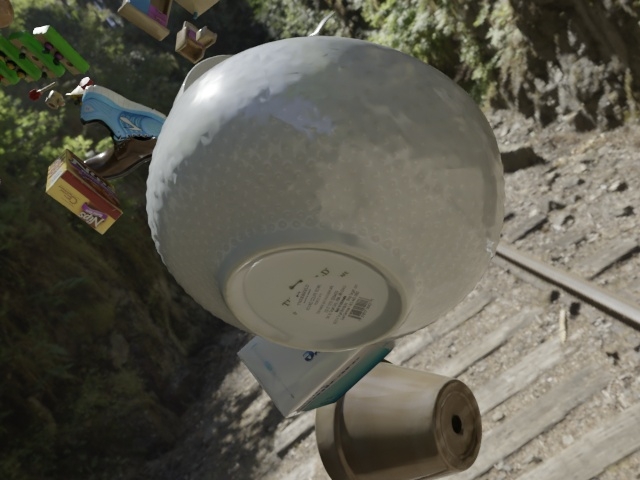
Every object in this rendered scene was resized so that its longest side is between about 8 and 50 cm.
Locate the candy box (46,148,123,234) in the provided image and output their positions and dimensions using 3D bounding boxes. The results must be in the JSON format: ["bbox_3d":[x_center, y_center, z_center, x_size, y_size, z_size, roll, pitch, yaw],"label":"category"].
[{"bbox_3d":[-0.398,-0.087,0.980,0.053,0.109,0.186,-48,30,-3],"label":"candy box"}]

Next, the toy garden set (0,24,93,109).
[{"bbox_3d":[-0.579,-0.333,1.205,0.244,0.204,0.049,0,62,26],"label":"toy garden set"}]

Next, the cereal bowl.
[{"bbox_3d":[0.000,0.000,0.534,0.339,0.339,0.141,-31,36,34],"label":"cereal bowl"}]

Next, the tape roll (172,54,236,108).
[{"bbox_3d":[-0.128,-0.238,1.279,0.072,0.392,0.392,-45,1,44],"label":"tape roll"}]

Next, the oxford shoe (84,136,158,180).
[{"bbox_3d":[-0.411,-0.197,1.226,0.227,0.096,0.083,-25,53,0],"label":"oxford shoe"}]

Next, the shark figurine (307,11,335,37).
[{"bbox_3d":[-0.005,-0.509,1.603,0.116,0.166,0.278,-60,-24,-20],"label":"shark figurine"}]

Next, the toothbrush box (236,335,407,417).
[{"bbox_3d":[0.027,0.164,0.963,0.216,0.126,0.295,-43,-18,5],"label":"toothbrush box"}]

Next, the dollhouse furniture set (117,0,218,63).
[{"bbox_3d":[-0.354,-0.697,1.586,0.303,0.286,0.198,-19,57,39],"label":"dollhouse furniture set"}]

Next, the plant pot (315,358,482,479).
[{"bbox_3d":[0.195,0.417,1.323,0.280,0.323,0.323,-18,20,43],"label":"plant pot"}]

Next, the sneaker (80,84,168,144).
[{"bbox_3d":[-0.298,-0.178,0.917,0.063,0.162,0.073,-8,63,69],"label":"sneaker"}]

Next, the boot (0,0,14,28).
[{"bbox_3d":[-0.708,-0.503,1.193,0.112,0.115,0.305,-57,-4,-4],"label":"boot"}]
